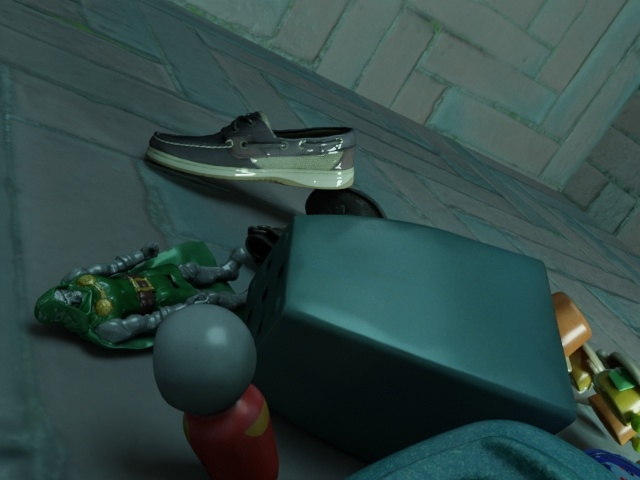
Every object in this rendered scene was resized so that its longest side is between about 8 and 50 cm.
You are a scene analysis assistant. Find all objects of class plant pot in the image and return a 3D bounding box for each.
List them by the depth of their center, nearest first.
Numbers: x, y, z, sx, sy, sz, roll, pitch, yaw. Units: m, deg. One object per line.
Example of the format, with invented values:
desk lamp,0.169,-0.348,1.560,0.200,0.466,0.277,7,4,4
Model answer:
plant pot,0.057,0.086,0.606,0.234,0.165,0.165,20,44,-17

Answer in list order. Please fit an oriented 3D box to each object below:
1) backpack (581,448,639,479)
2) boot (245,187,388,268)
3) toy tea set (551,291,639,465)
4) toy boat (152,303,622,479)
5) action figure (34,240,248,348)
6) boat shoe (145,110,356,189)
backpack,0.194,0.205,0.476,0.158,0.116,0.173,29,12,-10
boot,0.000,0.000,0.884,0.229,0.091,0.263,4,30,-44
toy tea set,0.341,0.209,0.910,0.200,0.124,0.336,56,4,-27
toy boat,0.005,0.150,0.363,0.268,0.148,0.318,-29,35,-24
action figure,-0.139,0.047,0.610,0.137,0.063,0.232,45,26,24
boat shoe,-0.087,-0.129,0.954,0.285,0.092,0.103,5,16,-15
